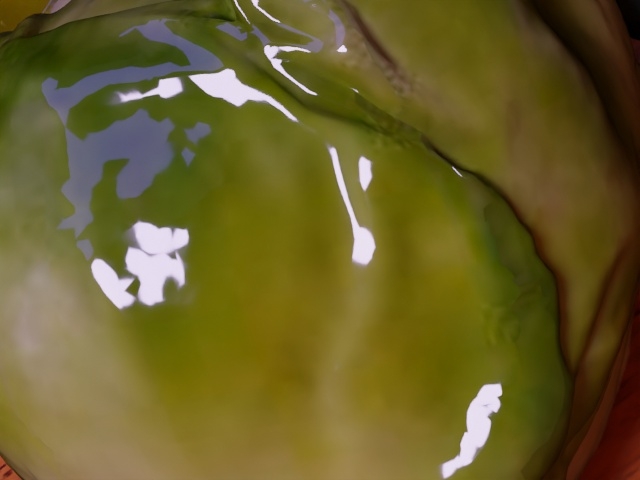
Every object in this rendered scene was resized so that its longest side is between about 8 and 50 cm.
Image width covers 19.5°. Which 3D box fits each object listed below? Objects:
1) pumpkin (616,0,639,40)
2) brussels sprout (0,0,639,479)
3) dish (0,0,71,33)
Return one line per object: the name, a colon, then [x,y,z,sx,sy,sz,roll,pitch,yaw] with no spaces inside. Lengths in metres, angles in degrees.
pumpkin: [0.190,-0.205,0.700,0.300,0.207,0.300,-24,44,26]
brussels sprout: [-0.009,-0.007,0.676,0.259,0.227,0.294,-15,89,19]
dish: [-0.111,-0.104,0.990,0.208,0.080,0.149,-46,43,-2]
